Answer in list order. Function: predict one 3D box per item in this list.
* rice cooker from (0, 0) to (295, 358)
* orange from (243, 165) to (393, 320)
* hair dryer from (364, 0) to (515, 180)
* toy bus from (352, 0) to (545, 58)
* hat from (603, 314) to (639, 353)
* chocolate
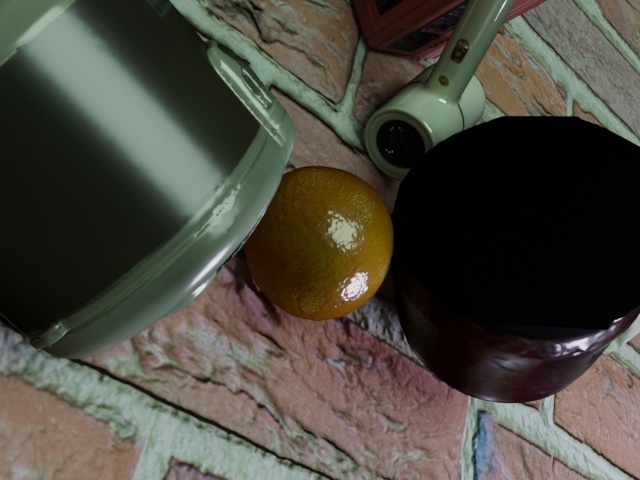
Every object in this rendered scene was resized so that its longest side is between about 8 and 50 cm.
[{"bbox_3d":[-0.214,-0.078,0.820,0.325,0.335,0.335,48,47,-20],"label":"rice cooker"},{"bbox_3d":[0.000,0.000,1.097,0.206,0.206,0.206,18,63,-40],"label":"orange"},{"bbox_3d":[0.205,-0.267,1.292,0.128,0.362,0.203,36,46,10],"label":"hair dryer"},{"bbox_3d":[0.251,-0.452,1.340,0.233,0.427,0.203,-9,81,-43],"label":"toy bus"},{"bbox_3d":[0.496,0.048,1.621,0.258,0.168,0.301,56,14,-51],"label":"hat"},{"bbox_3d":[0.279,0.065,1.214,0.331,0.383,0.384,79,28,-47],"label":"chocolate"}]
